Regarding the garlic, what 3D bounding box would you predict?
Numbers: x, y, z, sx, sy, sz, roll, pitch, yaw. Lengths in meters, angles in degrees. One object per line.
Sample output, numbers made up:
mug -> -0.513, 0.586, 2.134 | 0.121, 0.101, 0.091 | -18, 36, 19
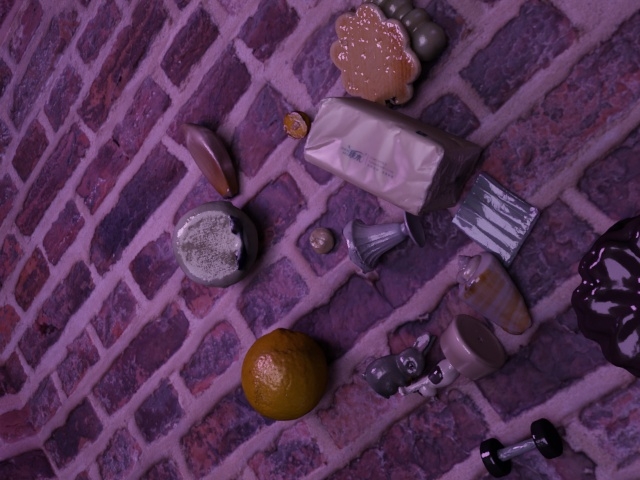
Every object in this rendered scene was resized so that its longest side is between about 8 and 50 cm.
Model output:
garlic -> -0.375, -0.287, 2.101 | 0.143, 0.112, 0.318 | -35, 79, 53

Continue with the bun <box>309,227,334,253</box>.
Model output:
bun -> 0.000, 0.000, 1.906 | 0.086, 0.055, 0.086 | 2, 93, 34

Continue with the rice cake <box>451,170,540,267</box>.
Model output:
rice cake -> 0.464, -0.058, 1.616 | 0.198, 0.037, 0.189 | 36, 111, 26

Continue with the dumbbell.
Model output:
dumbbell -> 0.518, 0.538, 1.574 | 0.191, 0.100, 0.100 | -34, 74, 29

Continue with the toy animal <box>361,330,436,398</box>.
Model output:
toy animal -> 0.234, 0.358, 1.736 | 0.236, 0.138, 0.108 | -43, 36, 31

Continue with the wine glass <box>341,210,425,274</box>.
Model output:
wine glass -> 0.184, -0.008, 1.731 | 0.197, 0.165, 0.164 | -19, 82, 28

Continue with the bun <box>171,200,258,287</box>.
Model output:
bun -> -0.346, 0.010, 2.057 | 0.294, 0.187, 0.292 | 0, 94, 5

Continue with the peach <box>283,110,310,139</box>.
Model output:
peach -> -0.069, -0.368, 1.930 | 0.098, 0.061, 0.098 | 20, 126, 31

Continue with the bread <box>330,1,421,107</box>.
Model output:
bread -> 0.153, -0.511, 1.714 | 0.316, 0.054, 0.315 | 32, 142, 30

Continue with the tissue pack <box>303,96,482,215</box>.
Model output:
tissue pack -> 0.188, -0.231, 1.613 | 0.381, 0.297, 0.207 | 29, 112, 23

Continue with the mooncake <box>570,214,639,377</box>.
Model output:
mooncake -> 0.758, 0.125, 1.347 | 0.381, 0.212, 0.350 | 54, 124, 21

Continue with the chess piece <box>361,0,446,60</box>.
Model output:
chess piece -> 0.245, -0.603, 1.681 | 0.251, 0.144, 0.144 | 49, 116, 14

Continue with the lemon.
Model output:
lemon -> -0.108, 0.411, 1.872 | 0.293, 0.293, 0.292 | 2, 93, 33

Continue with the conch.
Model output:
conch -> 0.438, 0.141, 1.577 | 0.255, 0.127, 0.158 | 51, 128, 18

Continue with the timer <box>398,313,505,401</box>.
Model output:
timer -> 0.346, 0.346, 1.644 | 0.175, 0.175, 0.266 | 51, 122, 20
